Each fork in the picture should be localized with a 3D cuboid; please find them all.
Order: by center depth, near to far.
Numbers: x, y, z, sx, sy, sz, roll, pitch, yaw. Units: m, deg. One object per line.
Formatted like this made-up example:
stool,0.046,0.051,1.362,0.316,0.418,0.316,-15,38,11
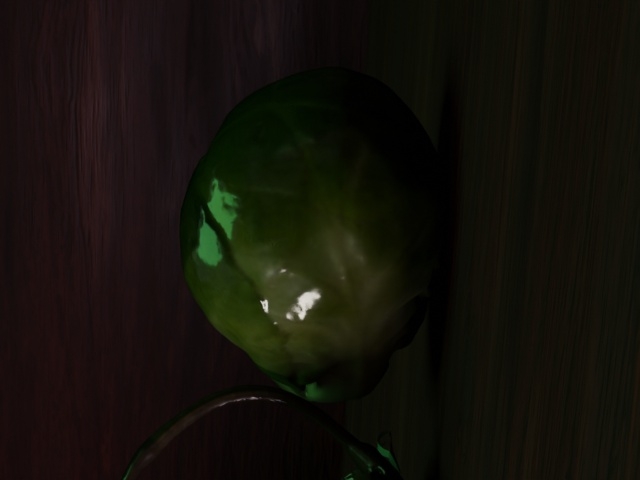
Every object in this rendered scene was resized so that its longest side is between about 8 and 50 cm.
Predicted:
fork,0.092,0.299,2.293,0.235,0.021,0.039,-109,18,-87

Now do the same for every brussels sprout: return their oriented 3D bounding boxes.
brussels sprout,-0.005,0.002,1.765,0.289,0.282,0.354,-89,-8,-61

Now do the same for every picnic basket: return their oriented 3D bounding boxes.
picnic basket,-0.056,0.304,1.714,0.337,0.293,0.337,50,177,3
